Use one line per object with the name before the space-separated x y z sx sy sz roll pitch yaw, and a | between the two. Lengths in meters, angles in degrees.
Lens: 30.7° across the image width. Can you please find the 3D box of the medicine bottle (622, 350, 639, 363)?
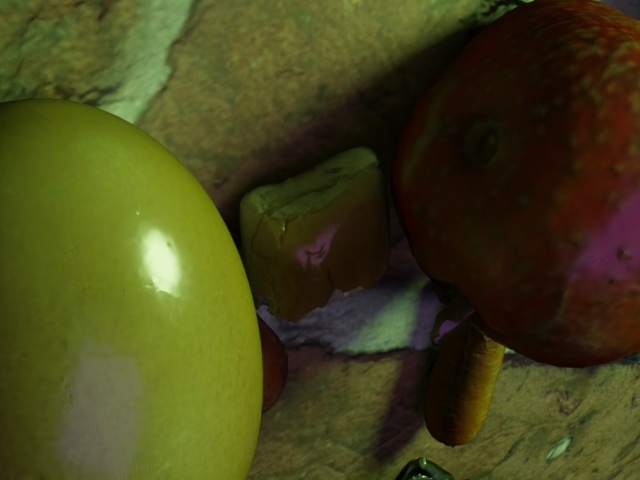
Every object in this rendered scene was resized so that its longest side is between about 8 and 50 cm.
medicine bottle | 0.341 0.070 1.286 0.051 0.051 0.191 -38 141 -9

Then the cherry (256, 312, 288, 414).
cherry | -0.085 0.089 0.877 0.106 0.087 0.126 -25 130 24

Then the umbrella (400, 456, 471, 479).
umbrella | 0.146 0.312 1.313 0.113 0.106 0.357 -48 151 20

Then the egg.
egg | -0.157 0.074 0.669 0.250 0.250 0.323 -17 128 -31

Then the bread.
bread | 0.001 -0.001 0.880 0.125 0.082 0.106 -24 144 -21

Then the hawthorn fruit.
hawthorn fruit | 0.183 -0.032 0.876 0.300 0.275 0.275 -46 143 -6

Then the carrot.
carrot | 0.146 0.113 1.134 0.067 0.067 0.225 -17 133 -31
